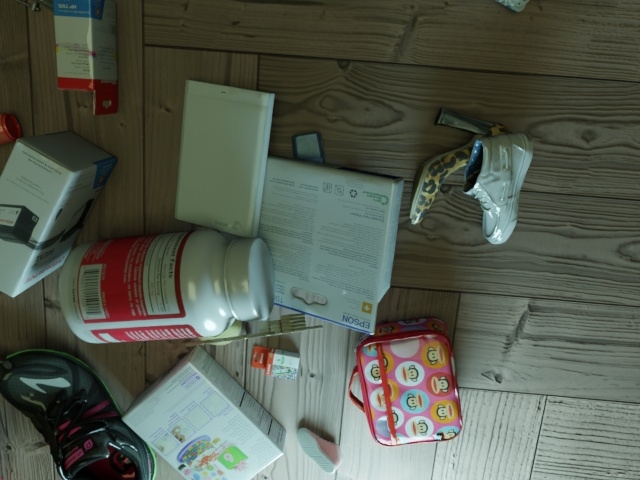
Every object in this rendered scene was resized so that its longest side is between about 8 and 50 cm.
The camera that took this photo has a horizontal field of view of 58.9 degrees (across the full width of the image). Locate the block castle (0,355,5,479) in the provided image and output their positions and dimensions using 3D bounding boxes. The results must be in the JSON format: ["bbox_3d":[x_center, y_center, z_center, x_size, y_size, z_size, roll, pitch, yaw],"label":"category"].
[{"bbox_3d":[-0.946,0.479,1.387,0.303,0.213,0.453,11,112,-13],"label":"block castle"}]

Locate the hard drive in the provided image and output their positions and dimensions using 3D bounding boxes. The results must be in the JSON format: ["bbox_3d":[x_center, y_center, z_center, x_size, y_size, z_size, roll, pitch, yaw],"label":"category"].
[{"bbox_3d":[-0.213,-0.176,1.227,0.203,0.040,0.307,14,106,20],"label":"hard drive"}]

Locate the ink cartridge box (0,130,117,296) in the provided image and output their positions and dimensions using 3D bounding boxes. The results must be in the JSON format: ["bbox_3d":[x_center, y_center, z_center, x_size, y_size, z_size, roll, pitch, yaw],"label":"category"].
[{"bbox_3d":[-0.593,-0.064,1.210,0.129,0.223,0.307,31,104,-7],"label":"ink cartridge box"}]

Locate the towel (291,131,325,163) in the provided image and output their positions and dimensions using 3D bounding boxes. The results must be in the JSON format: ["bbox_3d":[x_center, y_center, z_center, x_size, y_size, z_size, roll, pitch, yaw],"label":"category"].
[{"bbox_3d":[-0.025,-0.178,1.255,0.067,0.029,0.119,-6,106,5],"label":"towel"}]

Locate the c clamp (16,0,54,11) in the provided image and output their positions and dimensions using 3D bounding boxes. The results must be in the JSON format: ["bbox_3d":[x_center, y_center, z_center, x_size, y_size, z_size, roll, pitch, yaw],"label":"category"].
[{"bbox_3d":[-0.561,-0.546,1.181,0.137,0.022,0.160,28,105,-5],"label":"c clamp"}]

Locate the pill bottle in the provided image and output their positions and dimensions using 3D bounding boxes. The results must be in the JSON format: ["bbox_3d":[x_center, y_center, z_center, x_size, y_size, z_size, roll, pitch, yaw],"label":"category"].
[{"bbox_3d":[-0.317,0.096,1.214,0.408,0.229,0.228,-5,105,12],"label":"pill bottle"}]

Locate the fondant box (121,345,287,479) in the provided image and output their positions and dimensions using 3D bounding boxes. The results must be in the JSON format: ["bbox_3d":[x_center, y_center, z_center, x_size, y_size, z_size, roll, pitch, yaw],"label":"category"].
[{"bbox_3d":[-0.282,0.459,1.406,0.238,0.096,0.330,-40,99,12],"label":"fondant box"}]

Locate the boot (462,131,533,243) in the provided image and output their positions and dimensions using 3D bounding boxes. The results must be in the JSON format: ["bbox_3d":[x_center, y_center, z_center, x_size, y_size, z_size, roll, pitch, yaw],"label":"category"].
[{"bbox_3d":[0.350,-0.104,1.193,0.124,0.095,0.258,-6,121,-16],"label":"boot"}]

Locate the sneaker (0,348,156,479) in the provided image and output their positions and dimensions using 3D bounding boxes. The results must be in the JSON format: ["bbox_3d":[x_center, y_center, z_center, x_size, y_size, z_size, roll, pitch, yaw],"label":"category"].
[{"bbox_3d":[-0.564,0.442,1.342,0.185,0.202,0.483,-44,104,-10],"label":"sneaker"}]

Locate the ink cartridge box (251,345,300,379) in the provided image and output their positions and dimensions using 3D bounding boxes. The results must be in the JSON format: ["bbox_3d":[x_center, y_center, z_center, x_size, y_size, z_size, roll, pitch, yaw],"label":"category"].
[{"bbox_3d":[-0.111,0.299,1.388,0.115,0.029,0.062,10,106,-1],"label":"ink cartridge box"}]

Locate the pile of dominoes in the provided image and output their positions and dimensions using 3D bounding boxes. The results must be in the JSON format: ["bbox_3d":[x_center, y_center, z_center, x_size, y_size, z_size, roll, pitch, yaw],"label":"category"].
[{"bbox_3d":[-0.144,0.196,1.262,0.251,0.196,0.040,-12,81,31],"label":"pile of dominoes"}]

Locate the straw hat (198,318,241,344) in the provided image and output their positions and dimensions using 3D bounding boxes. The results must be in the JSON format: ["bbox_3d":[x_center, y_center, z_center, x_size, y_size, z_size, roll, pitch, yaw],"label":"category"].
[{"bbox_3d":[-0.259,0.198,1.351,0.145,0.061,0.144,1,106,3],"label":"straw hat"}]

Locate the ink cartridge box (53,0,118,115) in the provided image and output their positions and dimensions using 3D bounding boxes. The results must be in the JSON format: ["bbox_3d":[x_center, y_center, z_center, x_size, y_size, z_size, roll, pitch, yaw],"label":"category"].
[{"bbox_3d":[-0.477,-0.378,1.165,0.078,0.134,0.230,4,105,0],"label":"ink cartridge box"}]

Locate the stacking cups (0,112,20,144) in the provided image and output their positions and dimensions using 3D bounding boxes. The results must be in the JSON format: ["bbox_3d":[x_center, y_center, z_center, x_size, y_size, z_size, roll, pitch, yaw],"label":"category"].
[{"bbox_3d":[-0.826,-0.213,1.256,0.316,0.096,0.096,-10,105,1],"label":"stacking cups"}]

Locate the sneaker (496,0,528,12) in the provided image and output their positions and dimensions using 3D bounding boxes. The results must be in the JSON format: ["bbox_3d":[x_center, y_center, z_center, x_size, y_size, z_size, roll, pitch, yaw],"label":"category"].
[{"bbox_3d":[0.373,-0.496,1.133,0.191,0.071,0.082,-9,110,5],"label":"sneaker"}]

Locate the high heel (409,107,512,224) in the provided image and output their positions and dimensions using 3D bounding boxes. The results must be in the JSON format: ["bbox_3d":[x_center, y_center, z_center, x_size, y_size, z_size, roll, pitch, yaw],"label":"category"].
[{"bbox_3d":[0.306,-0.136,1.222,0.186,0.093,0.261,16,103,-4],"label":"high heel"}]

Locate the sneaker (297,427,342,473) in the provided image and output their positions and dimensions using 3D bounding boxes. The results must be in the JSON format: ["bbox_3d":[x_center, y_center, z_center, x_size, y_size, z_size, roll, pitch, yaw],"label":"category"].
[{"bbox_3d":[0.002,0.525,1.441,0.134,0.070,0.051,43,114,21],"label":"sneaker"}]

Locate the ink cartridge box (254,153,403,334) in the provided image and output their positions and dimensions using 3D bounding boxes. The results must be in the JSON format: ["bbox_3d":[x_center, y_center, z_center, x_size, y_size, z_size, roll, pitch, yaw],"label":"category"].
[{"bbox_3d":[0.000,0.000,1.221,0.324,0.071,0.330,14,109,25],"label":"ink cartridge box"}]

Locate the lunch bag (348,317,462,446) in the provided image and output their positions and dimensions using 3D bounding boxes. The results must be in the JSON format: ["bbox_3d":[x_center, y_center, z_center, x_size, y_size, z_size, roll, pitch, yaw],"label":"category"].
[{"bbox_3d":[0.192,0.337,1.347,0.258,0.120,0.293,-9,103,9],"label":"lunch bag"}]
